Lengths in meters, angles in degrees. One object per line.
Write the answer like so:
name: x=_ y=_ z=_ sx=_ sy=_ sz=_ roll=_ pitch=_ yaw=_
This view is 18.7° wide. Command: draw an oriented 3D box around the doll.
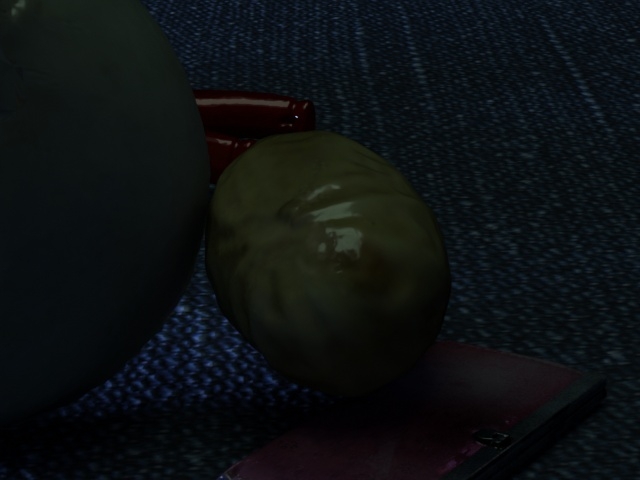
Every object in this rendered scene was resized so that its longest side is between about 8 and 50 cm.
doll: x=-0.205 y=-0.103 z=1.608 sx=0.384 sy=0.099 sz=0.188 roll=13 pitch=22 yaw=19

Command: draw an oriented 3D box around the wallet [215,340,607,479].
wallet: x=0.054 y=0.108 z=1.074 sx=0.119 sy=0.025 sz=0.232 roll=10 pitch=22 yaw=32

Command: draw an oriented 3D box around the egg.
egg: x=-0.200 y=-0.053 z=1.071 sx=0.337 sy=0.337 sz=0.201 roll=-9 pitch=-9 yaw=-20

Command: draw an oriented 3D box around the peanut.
peanut: x=0.000 y=0.000 z=1.167 sx=0.147 sy=0.148 sz=0.319 roll=-3 pitch=11 yaw=-2
